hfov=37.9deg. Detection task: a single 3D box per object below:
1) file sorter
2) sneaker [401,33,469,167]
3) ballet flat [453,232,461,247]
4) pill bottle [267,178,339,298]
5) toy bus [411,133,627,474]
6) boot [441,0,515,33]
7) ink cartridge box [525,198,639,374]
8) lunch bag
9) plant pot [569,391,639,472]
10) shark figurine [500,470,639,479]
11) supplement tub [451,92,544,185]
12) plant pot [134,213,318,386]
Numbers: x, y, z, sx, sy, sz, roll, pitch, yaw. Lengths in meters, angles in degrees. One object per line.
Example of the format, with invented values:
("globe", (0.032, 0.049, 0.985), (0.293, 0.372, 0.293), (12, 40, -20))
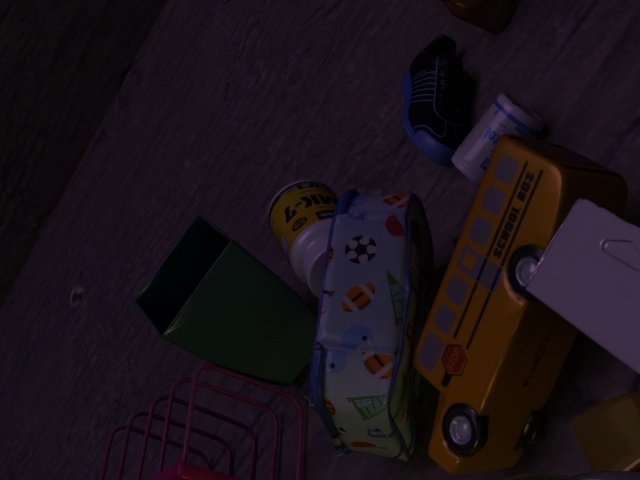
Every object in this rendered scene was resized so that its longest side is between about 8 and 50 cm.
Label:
("file sorter", (-0.181, 0.328, 1.373), (0.291, 0.202, 0.182), (-38, 37, 41))
("sneaker", (0.169, -0.203, 1.315), (0.090, 0.081, 0.232), (-54, 28, 35))
("ballet flat", (0.226, 0.029, 1.049), (0.232, 0.080, 0.073), (1, 80, 60))
("pill bottle", (0.000, 0.000, 1.405), (0.119, 0.119, 0.208), (-57, 30, 15))
("toy bus", (0.191, 0.071, 0.951), (0.130, 0.108, 0.332), (38, 116, 45))
("boot", (0.224, -0.405, 1.302), (0.073, 0.152, 0.197), (2, 70, 60))
("ink cartridge box", (0.297, 0.068, 0.743), (0.092, 0.219, 0.160), (-60, 28, 9))
("lunch bag", (0.068, 0.109, 1.113), (0.115, 0.243, 0.303), (4, 62, 14))
("plant pot", (0.288, 0.180, 0.825), (0.083, 0.081, 0.081), (-45, 34, 25))
("shark figurine", (0.275, 0.232, 0.700), (0.278, 0.116, 0.166), (41, 99, 36))
("supplement tub", (0.223, -0.125, 1.175), (0.107, 0.071, 0.071), (-54, 30, 21))
("plant pot", (-0.118, 0.106, 1.387), (0.165, 0.234, 0.166), (-54, 27, -2))
